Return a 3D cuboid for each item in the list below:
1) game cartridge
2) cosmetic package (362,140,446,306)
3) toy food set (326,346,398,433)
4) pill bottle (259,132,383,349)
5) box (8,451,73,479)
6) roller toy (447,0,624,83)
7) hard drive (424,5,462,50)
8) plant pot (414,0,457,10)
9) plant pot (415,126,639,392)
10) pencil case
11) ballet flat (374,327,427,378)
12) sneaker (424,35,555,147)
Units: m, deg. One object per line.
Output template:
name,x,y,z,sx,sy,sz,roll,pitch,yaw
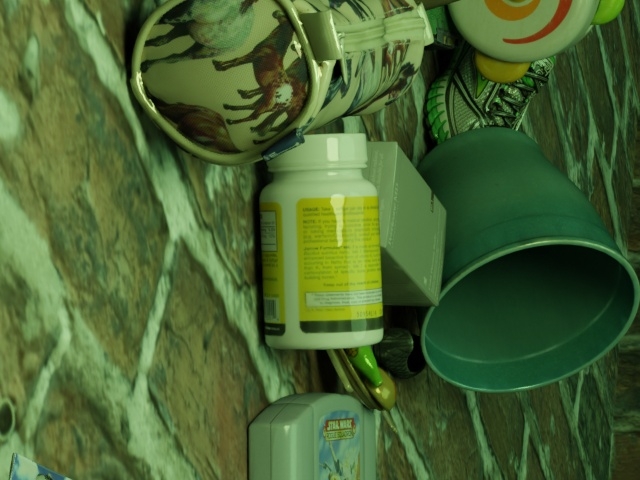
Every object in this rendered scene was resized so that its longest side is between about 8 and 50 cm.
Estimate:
game cartridge,-0.002,0.256,1.919,0.297,0.062,0.198,11,82,-72
cosmetic package,0.063,-0.015,2.068,0.238,0.107,0.127,47,47,-68
toy food set,0.047,0.131,2.018,0.132,0.038,0.192,62,6,25
pill bottle,0.000,0.000,1.839,0.119,0.119,0.208,-7,96,-72
box,-0.214,0.243,1.277,0.109,0.042,0.178,47,44,-65
roller toy,0.257,-0.320,2.357,0.191,0.209,0.146,57,19,1
hard drive,0.120,-0.415,2.346,0.237,0.064,0.338,-8,95,-72
plant pot,0.098,-0.342,2.004,0.263,0.229,0.263,-1,90,-73
plant pot,0.228,0.006,2.311,0.271,0.272,0.255,68,5,-47
pencil case,-0.017,-0.172,1.707,0.410,0.184,0.159,-33,120,-70
ballet flat,0.109,0.139,2.276,0.173,0.049,0.057,22,68,-71
sneaker,0.233,-0.208,2.512,0.134,0.146,0.343,43,45,-43
